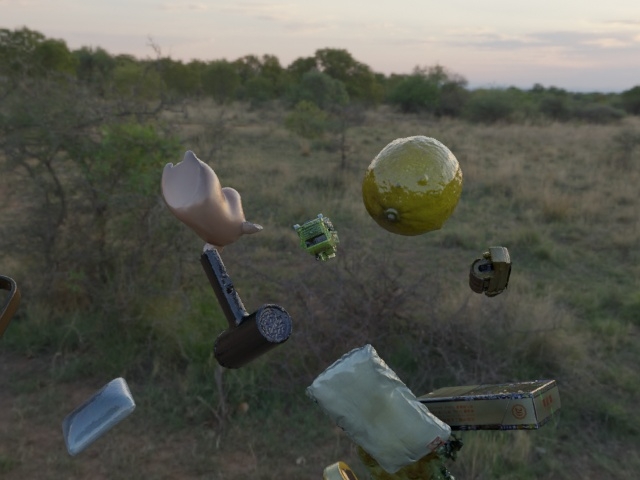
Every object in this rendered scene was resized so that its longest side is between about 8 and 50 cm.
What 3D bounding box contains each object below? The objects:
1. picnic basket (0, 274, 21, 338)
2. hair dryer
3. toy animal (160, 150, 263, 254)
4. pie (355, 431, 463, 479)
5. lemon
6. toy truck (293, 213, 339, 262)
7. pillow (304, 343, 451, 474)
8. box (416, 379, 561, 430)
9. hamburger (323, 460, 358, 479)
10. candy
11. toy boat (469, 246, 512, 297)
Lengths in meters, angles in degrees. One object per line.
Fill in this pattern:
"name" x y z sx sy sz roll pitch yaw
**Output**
"picnic basket" -0.654 0.144 0.922 0.321 0.291 0.254 6 46 3
"hair dryer" -0.182 0.130 1.263 0.089 0.251 0.197 -25 -6 -43
"toy animal" -0.333 -0.100 1.772 0.195 0.256 0.212 -33 47 16
"pie" 0.230 0.562 1.525 0.297 0.371 0.078 2 31 34
"lemon" 0.182 -0.106 1.213 0.192 0.192 0.231 9 44 31
"toy truck" 0.000 0.000 1.443 0.077 0.100 0.169 -24 -6 6
"pillow" 0.092 0.268 0.955 0.128 0.229 0.051 -40 17 9
"box" 0.405 0.406 1.500 0.310 0.084 0.198 -14 -10 35
"hamburger" 0.061 0.699 1.725 0.141 0.081 0.126 51 5 19
"candy" -0.518 0.404 1.417 0.174 0.071 0.138 -39 31 -12
"toy boat" 0.391 0.074 1.415 0.088 0.068 0.226 -11 -24 8
